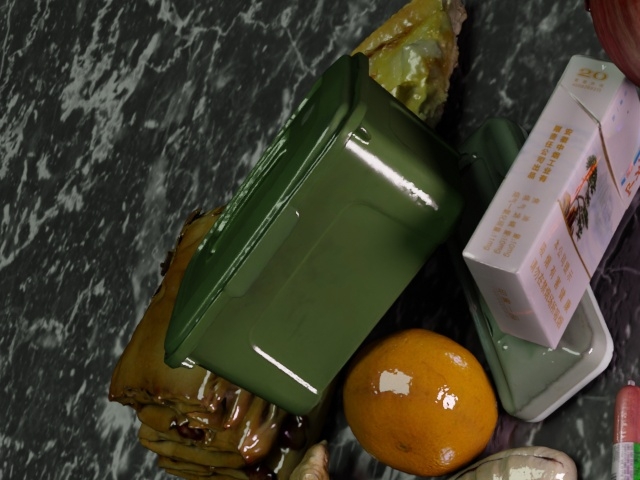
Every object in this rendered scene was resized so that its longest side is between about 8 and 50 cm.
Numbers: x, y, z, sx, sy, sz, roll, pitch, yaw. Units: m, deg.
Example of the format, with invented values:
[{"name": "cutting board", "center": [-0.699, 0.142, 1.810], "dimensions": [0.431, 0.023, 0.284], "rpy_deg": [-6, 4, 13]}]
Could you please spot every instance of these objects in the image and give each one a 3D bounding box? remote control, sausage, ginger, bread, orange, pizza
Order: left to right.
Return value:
[{"name": "bread", "center": [-0.106, 0.108, 2.117], "dimensions": [0.277, 0.167, 0.324], "rpy_deg": [-2, 70, 51]}, {"name": "ginger", "center": [-0.017, 0.302, 1.955], "dimensions": [0.193, 0.053, 0.176], "rpy_deg": [-88, -1, -51]}, {"name": "pizza", "center": [0.076, -0.142, 2.073], "dimensions": [0.280, 0.075, 0.287], "rpy_deg": [-48, 28, 24]}, {"name": "orange", "center": [0.099, 0.157, 1.852], "dimensions": [0.156, 0.156, 0.124], "rpy_deg": [-22, 31, 43]}, {"name": "bread", "center": [0.154, 0.244, 1.813], "dimensions": [0.214, 0.053, 0.073], "rpy_deg": [-30, 45, 39]}, {"name": "remote control", "center": [0.190, 0.021, 1.884], "dimensions": [0.128, 0.065, 0.335], "rpy_deg": [-42, 42, 26]}, {"name": "sausage", "center": [0.275, 0.229, 1.689], "dimensions": [0.029, 0.029, 0.223], "rpy_deg": [-19, 56, 45]}]

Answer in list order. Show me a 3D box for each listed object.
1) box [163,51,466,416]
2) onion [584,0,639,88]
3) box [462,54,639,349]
[{"name": "box", "center": [0.000, 0.000, 1.873], "dimensions": [0.328, 0.178, 0.252], "rpy_deg": [-54, 9, 19]}, {"name": "onion", "center": [0.390, -0.266, 1.627], "dimensions": [0.354, 0.354, 0.353], "rpy_deg": [-28, 50, 40]}, {"name": "box", "center": [0.225, -0.036, 1.748], "dimensions": [0.067, 0.149, 0.233], "rpy_deg": [20, 68, 28]}]
